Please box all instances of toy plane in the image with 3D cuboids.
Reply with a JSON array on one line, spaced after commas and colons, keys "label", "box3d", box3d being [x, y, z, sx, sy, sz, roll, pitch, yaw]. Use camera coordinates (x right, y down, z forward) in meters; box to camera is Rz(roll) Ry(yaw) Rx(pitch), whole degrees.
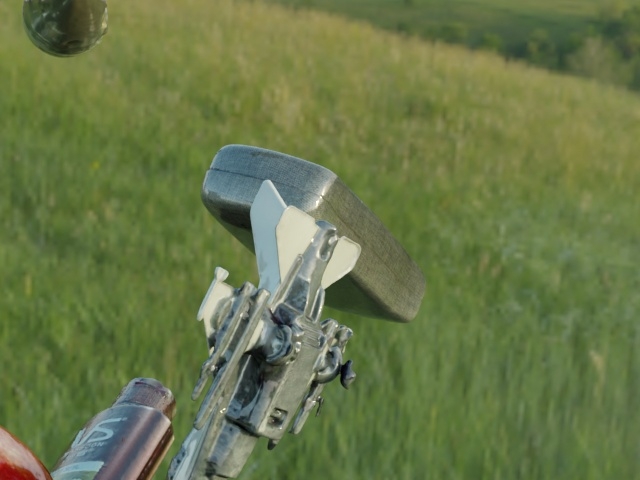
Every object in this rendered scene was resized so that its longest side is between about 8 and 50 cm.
[{"label": "toy plane", "box3d": [-0.033, 0.082, 0.793, 0.082, 0.234, 0.160, 12, -9, 30]}]

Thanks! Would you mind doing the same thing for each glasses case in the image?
[{"label": "glasses case", "box3d": [0.000, 0.000, 1.402, 0.131, 0.074, 0.323, 12, -16, 26]}]

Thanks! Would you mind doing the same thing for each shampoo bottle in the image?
[{"label": "shampoo bottle", "box3d": [-0.243, 0.259, 1.570, 0.129, 0.084, 0.323, -18, 18, 22]}]

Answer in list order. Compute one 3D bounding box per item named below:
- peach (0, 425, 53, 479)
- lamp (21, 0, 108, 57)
[{"label": "peach", "box3d": [-0.399, 0.306, 1.267, 0.388, 0.388, 0.388, 4, 14, -1]}, {"label": "lamp", "box3d": [-0.290, -0.261, 1.610, 0.101, 0.101, 0.250, 0, -4, -15]}]
